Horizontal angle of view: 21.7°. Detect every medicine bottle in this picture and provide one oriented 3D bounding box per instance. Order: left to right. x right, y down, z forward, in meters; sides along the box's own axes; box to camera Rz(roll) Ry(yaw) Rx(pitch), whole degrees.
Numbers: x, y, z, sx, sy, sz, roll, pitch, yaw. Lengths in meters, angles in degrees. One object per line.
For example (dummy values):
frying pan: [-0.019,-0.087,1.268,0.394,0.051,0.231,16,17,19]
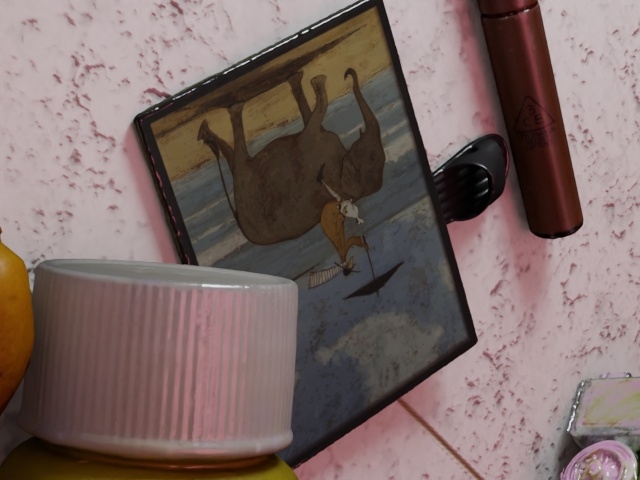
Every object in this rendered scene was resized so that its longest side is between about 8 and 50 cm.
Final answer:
medicine bottle: [-0.123,0.212,1.180,0.224,0.224,0.384,2,94,-44]

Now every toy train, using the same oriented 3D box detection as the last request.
toy train: [0.353,0.218,1.624,0.134,0.261,0.177,50,49,-37]

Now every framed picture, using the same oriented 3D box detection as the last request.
framed picture: [0.000,0.000,1.396,0.265,0.016,0.347,-30,116,-31]

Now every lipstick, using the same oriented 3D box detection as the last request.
lipstick: [0.184,-0.169,1.539,0.057,0.057,0.356,-32,116,-37]

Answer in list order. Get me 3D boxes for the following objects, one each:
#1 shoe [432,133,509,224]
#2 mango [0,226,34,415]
shoe: [0.132,-0.045,1.510,0.159,0.053,0.062,-30,112,-34]
mango: [-0.300,0.088,1.044,0.287,0.153,0.201,-42,131,-30]
